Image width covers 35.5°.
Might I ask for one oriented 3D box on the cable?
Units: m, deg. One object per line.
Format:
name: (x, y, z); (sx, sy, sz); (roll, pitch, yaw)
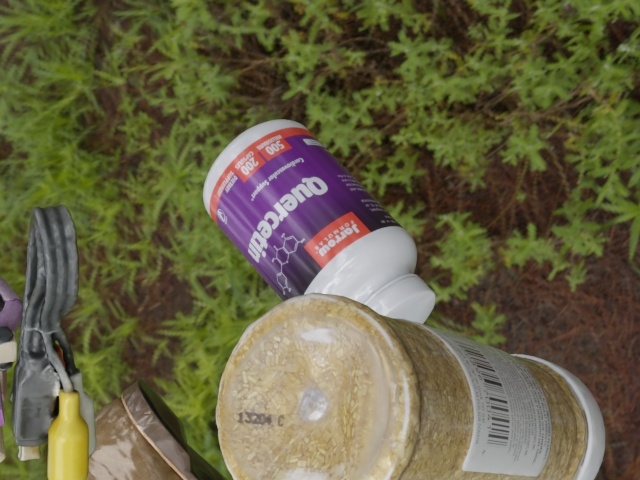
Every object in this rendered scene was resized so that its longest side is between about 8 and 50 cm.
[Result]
cable: (-0.204, 0.076, 0.795); (0.139, 0.072, 0.287); (-116, 34, -49)

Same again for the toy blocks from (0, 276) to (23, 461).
toy blocks: (-0.502, 0.096, 1.153); (0.309, 0.288, 0.260); (114, 147, -50)

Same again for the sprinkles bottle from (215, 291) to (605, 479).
sprinkles bottle: (0.081, 0.119, 0.652); (0.121, 0.355, 0.121); (-8, 74, 30)

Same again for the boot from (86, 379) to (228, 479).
boot: (-0.153, 0.301, 1.098); (0.115, 0.112, 0.305); (-37, 103, -3)

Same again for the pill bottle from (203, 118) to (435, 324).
pill bottle: (0.000, 0.000, 1.313); (0.323, 0.181, 0.181); (47, 132, 26)
